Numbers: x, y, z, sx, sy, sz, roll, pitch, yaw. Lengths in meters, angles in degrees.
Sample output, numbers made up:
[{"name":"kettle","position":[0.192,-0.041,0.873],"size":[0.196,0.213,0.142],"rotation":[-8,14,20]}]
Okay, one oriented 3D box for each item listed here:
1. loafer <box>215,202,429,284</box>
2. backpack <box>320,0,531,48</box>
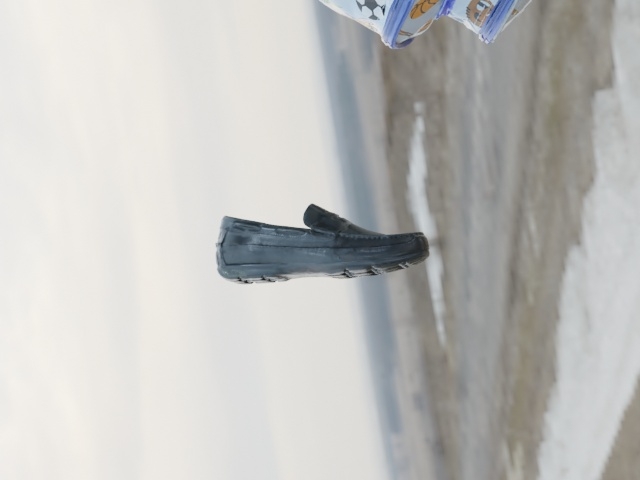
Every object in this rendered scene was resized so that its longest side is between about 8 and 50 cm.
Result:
[{"name":"loafer","position":[0.000,0.000,1.546],"size":[0.076,0.223,0.078],"rotation":[29,-122,-75]},{"name":"backpack","position":[0.091,-0.259,1.085],"size":[0.263,0.213,0.276],"rotation":[-43,-20,-48]}]
